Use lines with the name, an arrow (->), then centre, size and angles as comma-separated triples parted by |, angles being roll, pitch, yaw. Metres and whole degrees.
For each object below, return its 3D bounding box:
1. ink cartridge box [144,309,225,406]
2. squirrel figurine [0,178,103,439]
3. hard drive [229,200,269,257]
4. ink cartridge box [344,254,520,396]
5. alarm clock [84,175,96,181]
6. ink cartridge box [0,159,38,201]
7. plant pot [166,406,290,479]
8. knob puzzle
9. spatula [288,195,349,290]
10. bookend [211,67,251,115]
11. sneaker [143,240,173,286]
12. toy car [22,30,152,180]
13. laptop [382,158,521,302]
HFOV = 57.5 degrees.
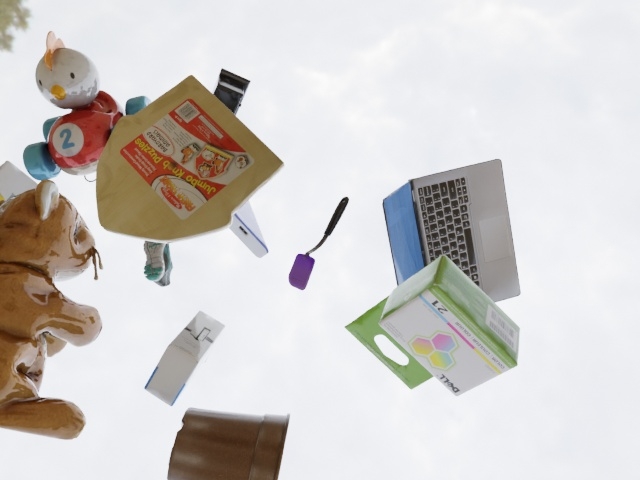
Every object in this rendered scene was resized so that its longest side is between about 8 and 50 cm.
ink cartridge box -> -0.330, 0.285, 1.440 | 0.086, 0.148, 0.203 | 31, -162, -1
squirrel figurine -> -0.518, 0.066, 0.869 | 0.281, 0.397, 0.370 | -11, -120, 45
hard drive -> -0.245, -0.114, 1.590 | 0.040, 0.210, 0.318 | -34, -140, 6
ink cartridge box -> 0.173, 0.174, 0.982 | 0.189, 0.255, 0.097 | 43, -145, -7
alarm clock -> -0.476, -0.179, 1.402 | 0.192, 0.129, 0.064 | -24, -130, -39
ink cartridge box -> -0.683, 0.010, 1.216 | 0.198, 0.197, 0.270 | -33, -150, 18
plant pot -> -0.143, 0.340, 0.917 | 0.165, 0.167, 0.167 | 12, -128, 1
knob puzzle -> -0.166, -0.074, 0.662 | 0.213, 0.030, 0.213 | -1, -111, 2
spatula -> 0.000, 0.000, 1.610 | 0.084, 0.030, 0.296 | 17, -111, 46
bookend -> -0.215, -0.274, 1.280 | 0.072, 0.157, 0.156 | 20, -154, -18
sneaker -> -0.397, 0.045, 1.447 | 0.065, 0.076, 0.166 | -12, -128, 10
toy car -> -0.464, -0.264, 1.090 | 0.219, 0.238, 0.210 | -12, -142, 8
laptop -> 0.337, 0.030, 1.422 | 0.408, 0.381, 0.236 | -14, -168, -10
